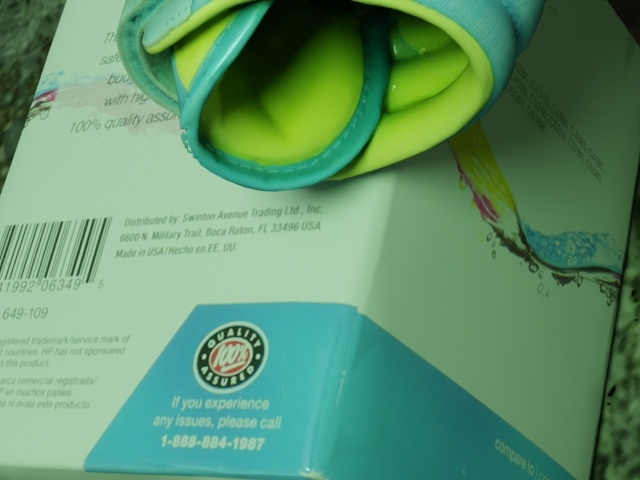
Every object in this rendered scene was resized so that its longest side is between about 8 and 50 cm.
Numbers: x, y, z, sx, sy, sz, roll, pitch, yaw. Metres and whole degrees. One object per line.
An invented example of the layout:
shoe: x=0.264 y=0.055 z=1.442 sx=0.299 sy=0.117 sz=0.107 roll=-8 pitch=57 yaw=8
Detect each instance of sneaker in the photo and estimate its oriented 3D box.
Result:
sneaker: x=-0.045 y=-0.125 z=0.561 sx=0.319 sy=0.127 sz=0.208 roll=11 pitch=69 yaw=40

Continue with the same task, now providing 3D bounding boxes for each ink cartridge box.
ink cartridge box: x=0.000 y=0.000 z=0.675 sx=0.198 sy=0.197 sz=0.270 roll=-3 pitch=62 yaw=36
